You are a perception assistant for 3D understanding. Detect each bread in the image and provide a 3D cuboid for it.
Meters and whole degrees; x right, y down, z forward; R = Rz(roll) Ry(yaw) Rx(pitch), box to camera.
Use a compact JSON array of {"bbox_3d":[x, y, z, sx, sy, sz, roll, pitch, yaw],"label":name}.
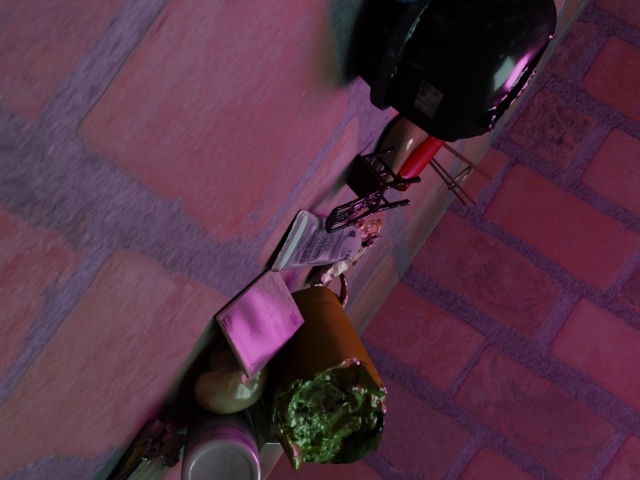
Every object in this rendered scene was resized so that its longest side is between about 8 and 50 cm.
[{"bbox_3d":[-0.015,0.257,1.510,0.376,0.208,0.251,-115,-156,-61],"label":"bread"}]

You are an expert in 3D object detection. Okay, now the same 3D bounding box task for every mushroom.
[{"bbox_3d":[-0.157,0.245,1.389,0.148,0.112,0.148,-15,171,-2],"label":"mushroom"}]

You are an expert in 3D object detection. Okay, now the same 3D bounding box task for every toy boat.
[{"bbox_3d":[-0.309,0.390,1.320,0.210,0.066,0.084,-49,136,-6],"label":"toy boat"}]

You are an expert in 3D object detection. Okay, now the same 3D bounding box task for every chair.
[{"bbox_3d":[0.320,-0.183,1.998,0.104,0.221,0.095,-50,-170,-34],"label":"chair"},{"bbox_3d":[0.072,-0.096,1.484,0.212,0.101,0.084,-19,148,-29],"label":"chair"}]

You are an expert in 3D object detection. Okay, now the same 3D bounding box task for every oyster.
[{"bbox_3d":[0.048,0.029,1.770,0.209,0.072,0.133,-43,167,15],"label":"oyster"}]

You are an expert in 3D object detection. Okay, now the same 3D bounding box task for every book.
[{"bbox_3d":[-0.101,0.137,1.366,0.014,0.127,0.182,-12,-160,37],"label":"book"}]

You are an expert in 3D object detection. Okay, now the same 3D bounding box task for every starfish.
[{"bbox_3d":[0.022,0.156,1.984,0.146,0.074,0.190,-47,164,-16],"label":"starfish"}]

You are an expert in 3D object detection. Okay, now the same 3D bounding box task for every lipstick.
[{"bbox_3d":[0.248,-0.230,1.845,0.279,0.073,0.073,-50,167,-26],"label":"lipstick"}]

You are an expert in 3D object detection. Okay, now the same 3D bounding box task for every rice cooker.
[{"bbox_3d":[0.193,-0.277,1.127,0.267,0.224,0.267,-51,170,-13],"label":"rice cooker"}]

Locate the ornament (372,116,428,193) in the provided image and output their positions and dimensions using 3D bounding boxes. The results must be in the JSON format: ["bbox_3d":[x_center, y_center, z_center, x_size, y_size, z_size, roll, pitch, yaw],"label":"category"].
[{"bbox_3d":[0.198,-0.239,1.642,0.230,0.061,0.245,-47,168,-44],"label":"ornament"}]

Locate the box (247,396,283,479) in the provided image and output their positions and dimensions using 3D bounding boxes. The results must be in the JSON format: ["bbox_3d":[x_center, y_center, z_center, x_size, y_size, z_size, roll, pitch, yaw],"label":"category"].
[{"bbox_3d":[-0.152,0.391,1.629,0.058,0.201,0.141,13,116,-34],"label":"box"}]

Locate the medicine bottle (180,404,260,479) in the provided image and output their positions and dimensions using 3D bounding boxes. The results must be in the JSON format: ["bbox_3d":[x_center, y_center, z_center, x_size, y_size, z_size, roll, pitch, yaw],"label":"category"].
[{"bbox_3d":[-0.180,0.368,1.422,0.130,0.130,0.341,-56,-172,-2],"label":"medicine bottle"}]

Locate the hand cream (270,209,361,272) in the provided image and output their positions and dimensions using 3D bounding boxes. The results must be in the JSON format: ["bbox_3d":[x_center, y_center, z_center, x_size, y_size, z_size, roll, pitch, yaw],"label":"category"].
[{"bbox_3d":[0.000,0.000,1.525,0.124,0.078,0.341,-62,160,11],"label":"hand cream"}]

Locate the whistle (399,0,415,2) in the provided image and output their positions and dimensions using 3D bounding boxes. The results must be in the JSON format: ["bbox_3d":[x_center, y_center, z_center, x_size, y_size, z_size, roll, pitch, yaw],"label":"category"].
[{"bbox_3d":[0.116,-0.344,0.988,0.158,0.090,0.090,-42,162,-51],"label":"whistle"}]
